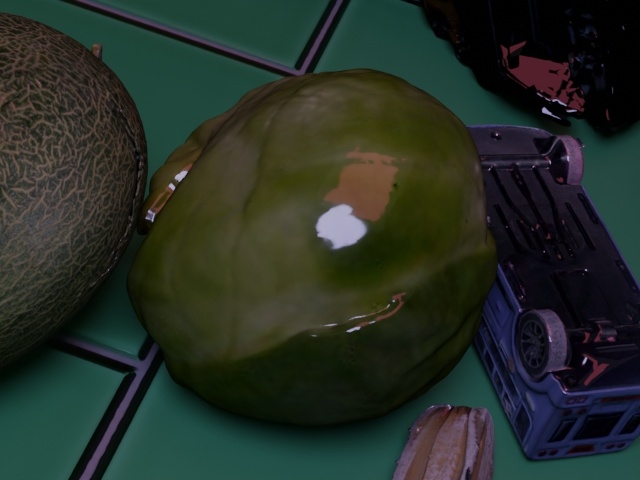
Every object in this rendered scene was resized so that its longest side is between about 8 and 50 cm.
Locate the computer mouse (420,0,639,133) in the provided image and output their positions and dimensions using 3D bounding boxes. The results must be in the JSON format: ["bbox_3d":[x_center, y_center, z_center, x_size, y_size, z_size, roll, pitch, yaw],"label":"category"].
[{"bbox_3d":[0.143,-0.157,0.773,0.147,0.077,0.241,1,45,-14],"label":"computer mouse"}]

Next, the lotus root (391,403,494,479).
[{"bbox_3d":[0.049,0.106,0.502,0.037,0.030,0.083,-5,33,24],"label":"lotus root"}]

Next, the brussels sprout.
[{"bbox_3d":[0.006,-0.001,0.529,0.145,0.131,0.183,-14,32,36],"label":"brussels sprout"}]

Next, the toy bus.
[{"bbox_3d":[0.102,0.018,0.577,0.073,0.076,0.167,-2,47,-19],"label":"toy bus"}]

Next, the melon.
[{"bbox_3d":[-0.147,-0.019,0.490,0.139,0.139,0.192,31,61,16],"label":"melon"}]
